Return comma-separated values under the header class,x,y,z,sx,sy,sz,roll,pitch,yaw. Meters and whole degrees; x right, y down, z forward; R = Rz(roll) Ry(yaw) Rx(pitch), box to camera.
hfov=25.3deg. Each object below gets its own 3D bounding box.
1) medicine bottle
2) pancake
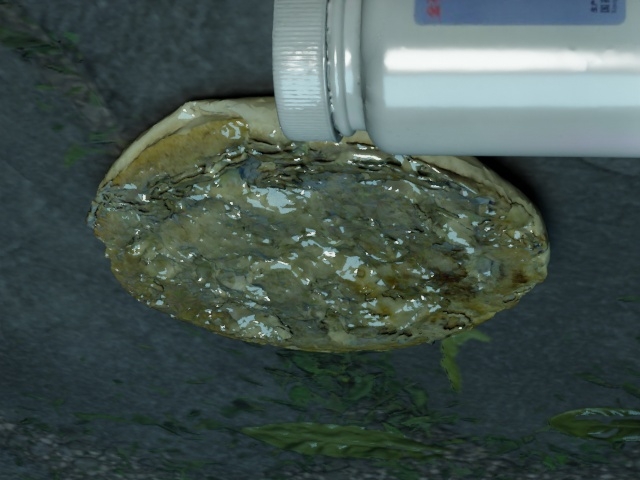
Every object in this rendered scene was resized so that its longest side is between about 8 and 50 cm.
class,x,y,z,sx,sy,sz,roll,pitch,yaw
medicine bottle,0.076,-0.091,0.679,0.187,0.102,0.103,2,145,10
pancake,0.000,0.001,0.874,0.282,0.049,0.282,6,146,4
